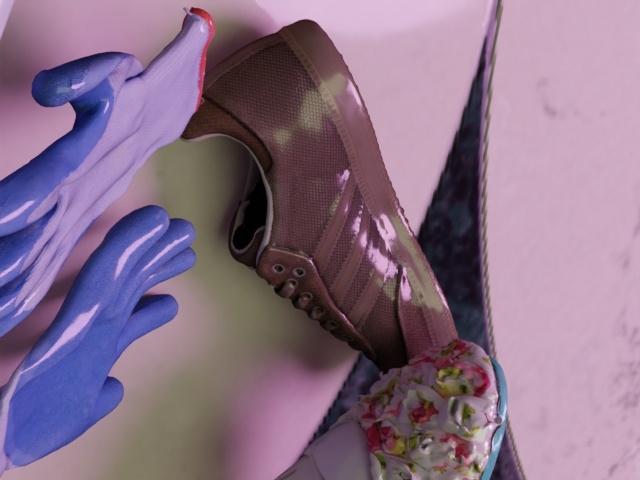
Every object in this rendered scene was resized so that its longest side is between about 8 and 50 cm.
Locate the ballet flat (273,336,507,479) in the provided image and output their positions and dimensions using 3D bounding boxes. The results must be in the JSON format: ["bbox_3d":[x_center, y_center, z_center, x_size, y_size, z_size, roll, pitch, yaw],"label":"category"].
[{"bbox_3d":[-0.001,0.141,0.643,0.077,0.091,0.241,11,120,-23],"label":"ballet flat"}]

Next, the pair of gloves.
[{"bbox_3d":[-0.080,0.011,0.523,0.159,0.023,0.198,-53,164,-47],"label":"pair of gloves"}]

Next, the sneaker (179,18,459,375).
[{"bbox_3d":[0.000,0.000,0.636,0.071,0.066,0.188,-26,121,-4],"label":"sneaker"}]

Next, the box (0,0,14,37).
[{"bbox_3d":[-0.243,-0.020,0.392,0.262,0.127,0.231,15,99,-39],"label":"box"}]
